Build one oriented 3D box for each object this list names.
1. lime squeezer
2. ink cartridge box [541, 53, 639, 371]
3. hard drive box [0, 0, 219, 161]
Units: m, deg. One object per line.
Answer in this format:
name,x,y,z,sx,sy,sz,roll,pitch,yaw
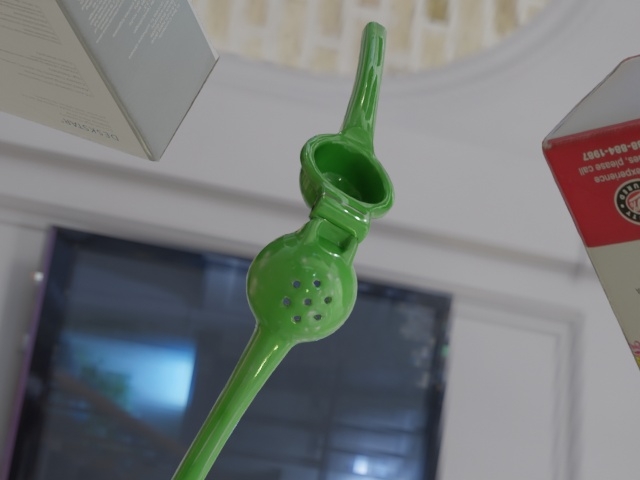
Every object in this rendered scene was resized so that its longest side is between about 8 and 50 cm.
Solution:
lime squeezer,0.000,0.000,0.876,0.110,0.059,0.310,106,6,-70
ink cartridge box,0.297,0.029,0.951,0.226,0.306,0.131,-11,-156,40
hard drive box,-0.186,-0.163,0.986,0.089,0.181,0.232,-62,156,-21
